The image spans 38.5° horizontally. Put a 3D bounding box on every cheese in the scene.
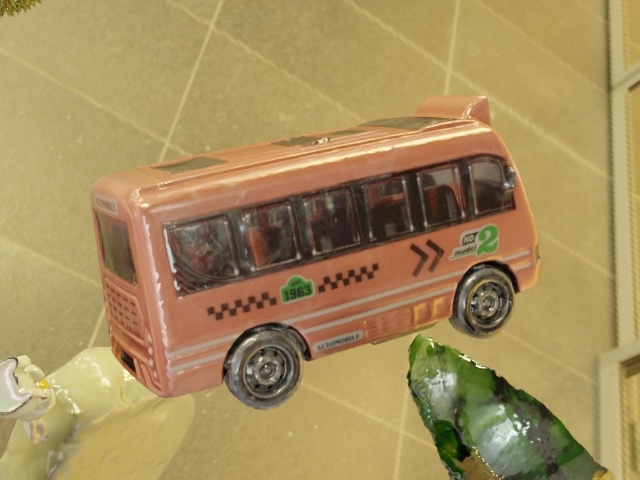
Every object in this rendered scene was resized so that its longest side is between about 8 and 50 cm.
[{"bbox_3d":[-0.318,0.287,1.274,0.115,0.326,0.318,37,65,26],"label":"cheese"}]

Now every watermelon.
[{"bbox_3d":[0.186,0.201,0.820,0.301,0.123,0.129,46,15,-33],"label":"watermelon"}]

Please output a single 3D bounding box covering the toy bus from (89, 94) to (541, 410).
[{"bbox_3d":[0.000,0.000,0.914,0.427,0.203,0.233,-14,104,-25],"label":"toy bus"}]

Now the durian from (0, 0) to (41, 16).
[{"bbox_3d":[-0.384,-0.319,0.994,0.198,0.146,0.159,-27,96,-44],"label":"durian"}]

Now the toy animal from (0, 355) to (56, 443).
[{"bbox_3d":[-0.341,0.182,1.055,0.071,0.124,0.085,42,83,14],"label":"toy animal"}]
